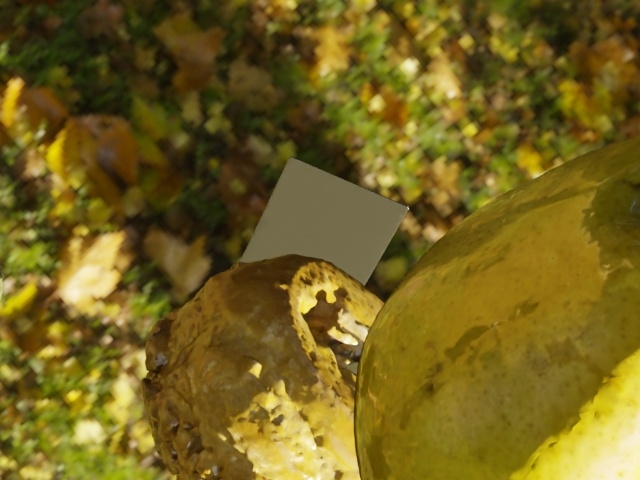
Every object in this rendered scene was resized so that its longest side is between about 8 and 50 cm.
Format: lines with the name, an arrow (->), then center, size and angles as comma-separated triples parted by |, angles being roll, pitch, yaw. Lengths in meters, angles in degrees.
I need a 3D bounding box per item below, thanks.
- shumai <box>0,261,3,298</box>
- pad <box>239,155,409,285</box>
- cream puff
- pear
shumai -> -0.456, 0.013, 1.727 | 0.255, 0.189, 0.218 | 16, 4, -10
pad -> 0.000, 0.000, 2.165 | 0.170, 0.245, 0.006 | 23, 47, -4
cream puff -> -0.026, 0.175, 1.636 | 0.327, 0.231, 0.343 | 45, 23, -2
pear -> 0.159, 0.079, 1.044 | 0.285, 0.336, 0.285 | 6, 22, -3
